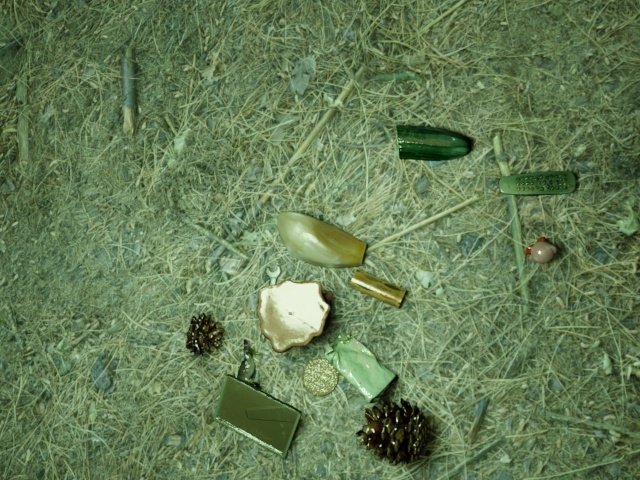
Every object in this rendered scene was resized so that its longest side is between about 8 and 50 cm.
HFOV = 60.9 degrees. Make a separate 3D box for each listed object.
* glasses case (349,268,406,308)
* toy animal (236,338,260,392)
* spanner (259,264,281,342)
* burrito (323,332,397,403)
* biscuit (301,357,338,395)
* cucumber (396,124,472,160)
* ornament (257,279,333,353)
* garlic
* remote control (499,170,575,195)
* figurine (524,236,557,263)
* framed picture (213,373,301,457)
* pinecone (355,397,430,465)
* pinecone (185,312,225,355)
[{"bbox_3d":[0.179,0.151,1.710,0.170,0.041,0.064,23,87,12],"label":"glasses case"},{"bbox_3d":[-0.236,0.417,1.735,0.105,0.070,0.202,-4,83,22],"label":"toy animal"},{"bbox_3d":[-0.163,0.205,1.774,0.054,0.015,0.254,4,84,8],"label":"spanner"},{"bbox_3d":[0.113,0.386,1.661,0.229,0.144,0.089,41,131,18],"label":"burrito"},{"bbox_3d":[-0.002,0.430,1.718,0.120,0.015,0.120,-1,83,8],"label":"biscuit"},{"bbox_3d":[0.359,-0.314,1.728,0.244,0.063,0.115,4,84,8],"label":"cucumber"},{"bbox_3d":[-0.072,0.218,1.653,0.221,0.217,0.235,27,89,12],"label":"ornament"},{"bbox_3d":[-0.005,0.008,1.737,0.318,0.112,0.143,22,84,1],"label":"garlic"},{"bbox_3d":[0.662,-0.172,1.668,0.222,0.042,0.072,-2,83,8],"label":"remote control"},{"bbox_3d":[0.662,0.036,1.630,0.083,0.067,0.071,-45,57,18],"label":"figurine"},{"bbox_3d":[-0.199,0.545,1.694,0.265,0.018,0.192,25,115,12],"label":"framed picture"},{"bbox_3d":[0.213,0.553,1.591,0.204,0.179,0.184,17,67,24],"label":"pinecone"},{"bbox_3d":[-0.370,0.301,1.741,0.121,0.140,0.140,17,86,-8],"label":"pinecone"}]
